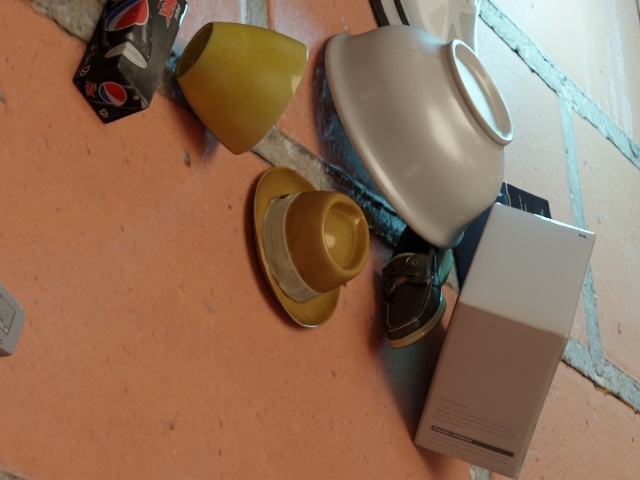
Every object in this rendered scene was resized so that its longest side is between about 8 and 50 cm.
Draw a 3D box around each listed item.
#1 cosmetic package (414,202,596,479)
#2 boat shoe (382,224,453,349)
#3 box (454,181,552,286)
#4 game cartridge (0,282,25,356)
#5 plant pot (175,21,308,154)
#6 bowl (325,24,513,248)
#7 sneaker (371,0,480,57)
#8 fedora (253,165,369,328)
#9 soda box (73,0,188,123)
[{"bbox_3d":[0.220,0.116,2.152,0.224,0.138,0.225,-63,170,-55],"label":"cosmetic package"},{"bbox_3d":[0.105,0.048,2.152,0.073,0.080,0.223,58,25,-19],"label":"boat shoe"},{"bbox_3d":[0.251,0.018,2.429,0.158,0.093,0.156,17,61,-61],"label":"box"},{"bbox_3d":[-0.272,0.053,1.464,0.083,0.017,0.056,55,29,-35],"label":"game cartridge"},{"bbox_3d":[-0.091,-0.168,1.841,0.095,0.134,0.134,32,43,-21],"label":"plant pot"},{"bbox_3d":[0.142,-0.149,2.193,0.298,0.134,0.298,49,23,-30],"label":"bowl"},{"bbox_3d":[0.191,-0.413,2.360,0.169,0.257,0.447,-17,91,-64],"label":"sneaker"},{"bbox_3d":[0.000,0.000,1.959,0.194,0.079,0.194,41,41,-49],"label":"fedora"},{"bbox_3d":[-0.180,-0.191,1.737,0.060,0.053,0.169,56,31,-33],"label":"soda box"}]
